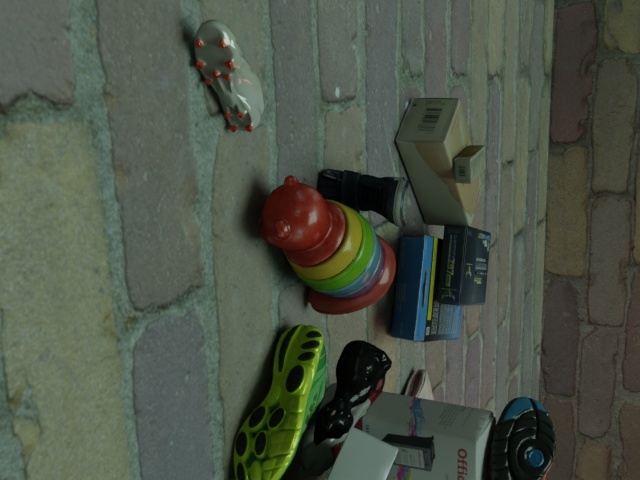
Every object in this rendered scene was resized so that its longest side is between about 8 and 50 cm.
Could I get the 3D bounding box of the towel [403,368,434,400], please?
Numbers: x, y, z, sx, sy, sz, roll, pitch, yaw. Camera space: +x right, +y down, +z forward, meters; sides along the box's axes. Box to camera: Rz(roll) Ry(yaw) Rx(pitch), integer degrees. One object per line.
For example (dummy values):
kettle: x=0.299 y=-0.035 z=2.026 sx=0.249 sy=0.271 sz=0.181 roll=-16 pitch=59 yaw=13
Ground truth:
towel: x=0.229 y=0.547 z=1.912 sx=0.317 sy=0.053 sz=0.332 roll=-53 pitch=139 yaw=-43

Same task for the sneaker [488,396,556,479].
sneaker: x=0.370 y=0.476 z=1.475 sx=0.140 sy=0.124 sz=0.341 roll=102 pitch=2 yaw=-69

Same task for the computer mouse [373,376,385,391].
computer mouse: x=0.130 y=0.366 z=1.702 sx=0.071 sy=0.041 sz=0.242 roll=-50 pitch=138 yaw=-48

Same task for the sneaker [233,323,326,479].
sneaker: x=-0.048 y=0.288 z=1.275 sx=0.296 sy=0.109 sz=0.124 roll=-66 pitch=146 yaw=-29

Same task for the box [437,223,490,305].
box: x=0.346 y=0.061 z=1.809 sx=0.232 sy=0.059 sz=0.184 roll=9 pitch=86 yaw=-63

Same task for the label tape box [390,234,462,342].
label tape box: x=0.243 y=0.114 z=1.799 sx=0.333 sy=0.105 sz=0.241 roll=12 pitch=83 yaw=-62

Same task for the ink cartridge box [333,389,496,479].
ink cartridge box: x=0.187 y=0.443 z=1.537 sx=0.131 sy=0.306 sz=0.226 roll=-29 pitch=120 yaw=-58

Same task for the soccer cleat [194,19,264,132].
soccer cleat: x=-0.127 y=-0.240 z=1.083 sx=0.196 sy=0.068 sz=0.076 roll=72 pitch=30 yaw=-50

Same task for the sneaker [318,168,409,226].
sneaker: x=0.075 y=-0.078 z=1.363 sx=0.226 sy=0.163 sz=0.086 roll=-78 pitch=173 yaw=-82

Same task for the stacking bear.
stacking bear: x=0.000 y=0.000 z=1.276 sx=0.289 sy=0.164 sz=0.176 roll=40 pitch=59 yaw=-52

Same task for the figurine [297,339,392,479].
figurine: x=0.028 y=0.320 z=1.381 sx=0.209 sy=0.092 sz=0.215 roll=-52 pitch=166 yaw=-47

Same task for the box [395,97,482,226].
box: x=0.291 y=-0.181 z=1.820 sx=0.311 sy=0.121 sz=0.148 roll=60 pitch=44 yaw=-48

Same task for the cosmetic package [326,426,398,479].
cosmetic package: x=0.007 y=0.530 z=1.285 sx=0.284 sy=0.097 sz=0.377 roll=97 pitch=19 yaw=-65

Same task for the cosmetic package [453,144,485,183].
cosmetic package: x=0.343 y=-0.176 z=1.744 sx=0.115 sy=0.041 sz=0.060 roll=-37 pitch=126 yaw=-54
